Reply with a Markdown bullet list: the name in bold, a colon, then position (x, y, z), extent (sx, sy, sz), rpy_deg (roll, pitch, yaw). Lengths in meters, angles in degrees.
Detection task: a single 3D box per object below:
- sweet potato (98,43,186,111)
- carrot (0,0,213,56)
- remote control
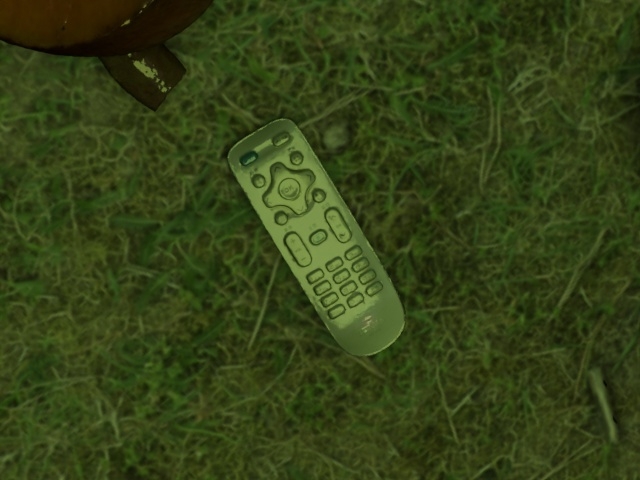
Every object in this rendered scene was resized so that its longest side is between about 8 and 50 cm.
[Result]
- **sweet potato**: position (-0.230, -0.216, 1.182), extent (0.281, 0.059, 0.067), rpy_deg (38, 112, -12)
- **carrot**: position (-0.181, -0.292, 1.072), extent (0.259, 0.100, 0.307), rpy_deg (5, 100, 8)
- **remote control**: position (0.000, 0.000, 1.277), extent (0.073, 0.044, 0.229), rpy_deg (-32, 97, -1)
